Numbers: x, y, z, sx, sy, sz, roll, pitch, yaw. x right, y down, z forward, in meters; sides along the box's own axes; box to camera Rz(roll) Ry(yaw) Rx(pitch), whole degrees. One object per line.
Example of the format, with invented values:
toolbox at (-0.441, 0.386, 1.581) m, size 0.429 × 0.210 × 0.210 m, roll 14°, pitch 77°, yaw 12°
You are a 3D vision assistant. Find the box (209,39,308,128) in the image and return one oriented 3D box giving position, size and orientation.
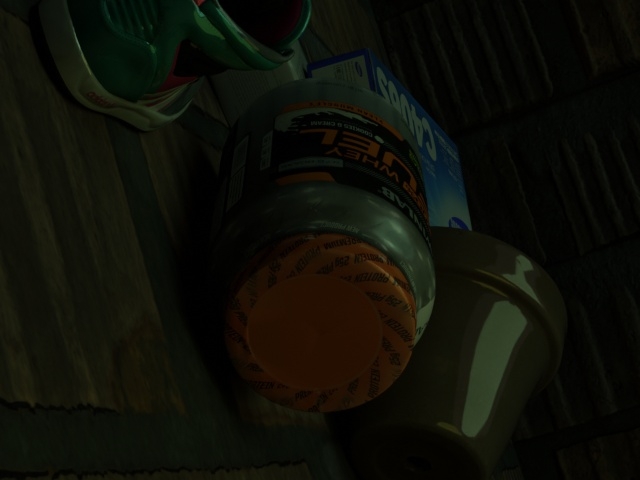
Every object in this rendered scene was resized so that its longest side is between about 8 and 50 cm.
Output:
box at (-0.067, -0.185, 1.639) m, size 0.101 × 0.087 × 0.102 m, roll -85°, pitch 155°, yaw -65°

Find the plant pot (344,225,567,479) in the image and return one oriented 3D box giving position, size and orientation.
plant pot at (0.122, 0.151, 1.683) m, size 0.229 × 0.263 × 0.263 m, roll -72°, pitch 146°, yaw -43°

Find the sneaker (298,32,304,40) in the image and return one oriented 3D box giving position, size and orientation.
sneaker at (-0.064, -0.239, 1.754) m, size 0.083 × 0.087 × 0.221 m, roll -91°, pitch 160°, yaw -62°

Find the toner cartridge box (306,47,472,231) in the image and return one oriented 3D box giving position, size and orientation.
toner cartridge box at (0.088, -0.076, 1.762) m, size 0.348 × 0.075 × 0.165 m, roll 35°, pitch 45°, yaw -65°

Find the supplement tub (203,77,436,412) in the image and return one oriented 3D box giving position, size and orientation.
supplement tub at (0.000, 0.000, 1.356) m, size 0.316 × 0.194 × 0.193 m, roll -90°, pitch 159°, yaw -61°

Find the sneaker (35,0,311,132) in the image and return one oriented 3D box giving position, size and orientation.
sneaker at (-0.091, -0.171, 1.224) m, size 0.295 × 0.178 × 0.123 m, roll -19°, pitch 90°, yaw -80°
